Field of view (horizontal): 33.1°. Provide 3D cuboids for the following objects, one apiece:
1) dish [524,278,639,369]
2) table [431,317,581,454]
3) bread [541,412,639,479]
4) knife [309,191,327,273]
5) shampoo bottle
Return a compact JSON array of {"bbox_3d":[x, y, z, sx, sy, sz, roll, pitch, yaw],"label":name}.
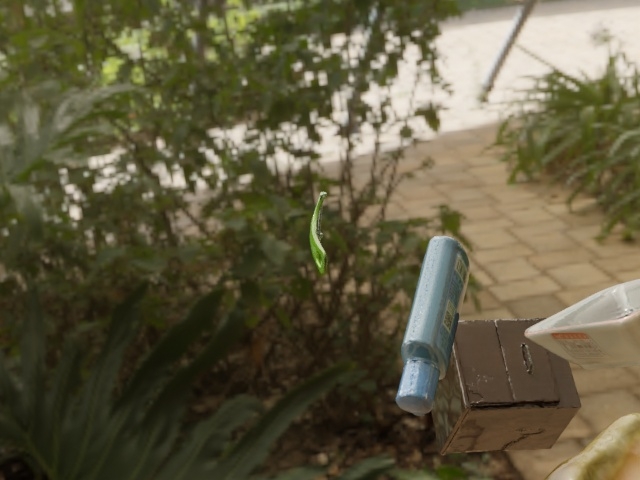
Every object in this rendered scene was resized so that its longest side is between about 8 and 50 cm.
[{"bbox_3d":[0.331,0.094,1.187,0.154,0.064,0.234,-24,1,-23],"label":"dish"},{"bbox_3d":[0.290,0.230,1.735,0.193,0.172,0.169,1,54,-11],"label":"table"},{"bbox_3d":[0.189,0.296,0.809,0.210,0.341,0.300,32,53,3],"label":"bread"},{"bbox_3d":[-0.003,0.000,1.385,0.023,0.078,0.166,-1,24,0],"label":"knife"},{"bbox_3d":[0.158,0.123,1.521,0.061,0.104,0.258,1,52,24],"label":"shampoo bottle"}]
